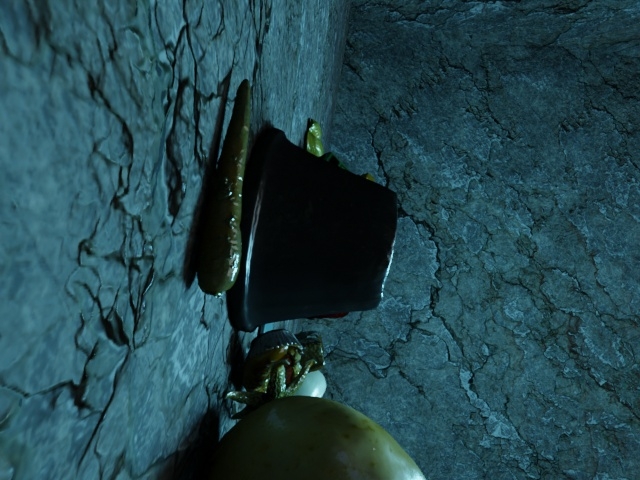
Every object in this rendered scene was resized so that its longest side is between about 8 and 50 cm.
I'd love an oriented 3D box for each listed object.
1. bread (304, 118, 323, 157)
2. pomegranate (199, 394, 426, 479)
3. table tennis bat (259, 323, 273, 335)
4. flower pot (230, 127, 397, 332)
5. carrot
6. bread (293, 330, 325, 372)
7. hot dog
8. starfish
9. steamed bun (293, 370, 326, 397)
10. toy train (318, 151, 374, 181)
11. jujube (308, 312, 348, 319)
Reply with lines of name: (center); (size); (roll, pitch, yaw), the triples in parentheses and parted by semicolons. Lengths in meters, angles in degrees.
bread: (-0.020, -0.319, 1.438); (0.187, 0.066, 0.149); (92, 2, -60)
pomegranate: (-0.005, 0.434, 0.655); (0.411, 0.413, 0.410); (9, 90, -88)
table tennis bat: (-0.142, 0.298, 1.064); (0.153, 0.040, 0.243); (89, 6, -74)
flower pot: (0.000, 0.000, 0.777); (0.379, 0.252, 0.378); (11, 90, -87)
carrot: (-0.102, -0.062, 0.476); (0.049, 0.049, 0.253); (83, 13, -83)
bread: (-0.070, 0.387, 1.495); (0.416, 0.166, 0.113); (95, -17, -82)
hot dog: (-0.094, 0.249, 0.842); (0.252, 0.131, 0.069); (101, -29, -54)
starfish: (-0.104, 0.284, 0.783); (0.208, 0.176, 0.053); (-58, -138, 22)
steamed bun: (-0.098, 0.538, 1.518); (0.232, 0.145, 0.232); (-44, -179, 1)
toy train: (0.021, -0.085, 1.241); (0.178, 0.249, 0.429); (-28, -156, 45)
jujube: (0.021, 0.103, 1.469); (0.258, 0.259, 0.375); (-62, 171, -84)
